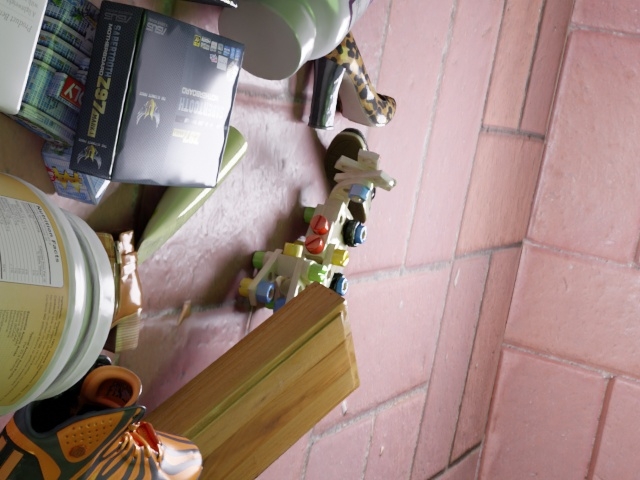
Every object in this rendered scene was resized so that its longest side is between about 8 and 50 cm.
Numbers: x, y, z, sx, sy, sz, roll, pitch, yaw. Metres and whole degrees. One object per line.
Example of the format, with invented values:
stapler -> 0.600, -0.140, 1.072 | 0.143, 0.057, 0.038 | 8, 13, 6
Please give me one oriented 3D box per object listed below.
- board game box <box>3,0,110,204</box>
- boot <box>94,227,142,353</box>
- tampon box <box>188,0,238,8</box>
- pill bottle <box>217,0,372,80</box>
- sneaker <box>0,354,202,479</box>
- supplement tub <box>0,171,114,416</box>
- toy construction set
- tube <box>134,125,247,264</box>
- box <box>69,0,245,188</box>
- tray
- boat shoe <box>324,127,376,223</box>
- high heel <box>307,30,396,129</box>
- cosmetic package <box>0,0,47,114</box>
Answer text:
board game box -> -0.262, -0.148, 1.103 | 0.194, 0.060, 0.194 | 36, 69, -64
boot -> -0.285, 0.064, 1.170 | 0.197, 0.073, 0.152 | -14, 107, -61
tampon box -> -0.153, -0.360, 1.144 | 0.101, 0.120, 0.161 | 0, 102, -66
pill bottle -> -0.014, -0.356, 1.385 | 0.301, 0.169, 0.169 | -56, 148, -37
sneaker -> -0.227, 0.230, 1.163 | 0.321, 0.124, 0.180 | 7, 121, -55
supplement tub -> -0.342, 0.040, 0.834 | 0.316, 0.228, 0.228 | 17, 87, -65
toy construction set -> 0.000, 0.000, 1.646 | 0.327, 0.151, 0.215 | -57, 150, -14
tube -> -0.180, -0.060, 1.320 | 0.240, 0.062, 0.070 | -57, 142, -34
box -> -0.177, -0.155, 1.135 | 0.233, 0.059, 0.183 | 0, 104, -66
tray -> -0.113, 0.259, 1.469 | 0.411, 0.076, 0.202 | -37, 138, -27
boat shoe -> 0.059, -0.123, 1.775 | 0.223, 0.080, 0.073 | 82, 27, -49
high heel -> 0.073, -0.287, 1.692 | 0.261, 0.093, 0.186 | -17, 120, -55
cosmetic package -> -0.327, -0.217, 0.819 | 0.151, 0.151, 0.183 | 21, 83, -64
